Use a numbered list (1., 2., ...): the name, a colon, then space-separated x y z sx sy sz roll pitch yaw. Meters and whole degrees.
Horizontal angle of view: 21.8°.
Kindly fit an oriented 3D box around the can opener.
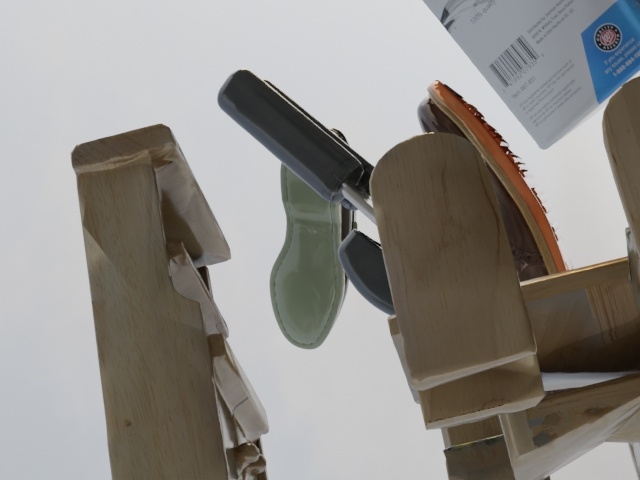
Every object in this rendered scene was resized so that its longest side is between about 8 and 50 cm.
1. can opener: 0.008 -0.045 1.450 0.280 0.093 0.074 46 -170 25

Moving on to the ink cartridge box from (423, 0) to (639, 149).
1. ink cartridge box: 0.245 -0.293 1.832 0.129 0.223 0.307 -34 -96 -42

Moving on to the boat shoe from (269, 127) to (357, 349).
1. boat shoe: 0.000 0.000 1.666 0.081 0.228 0.068 15 -152 20

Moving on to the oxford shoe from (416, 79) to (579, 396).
1. oxford shoe: 0.168 0.023 1.543 0.364 0.132 0.130 61 -167 9

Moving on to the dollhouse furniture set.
1. dollhouse furniture set: 0.066 0.041 1.063 0.394 0.362 0.256 -14 -119 4
